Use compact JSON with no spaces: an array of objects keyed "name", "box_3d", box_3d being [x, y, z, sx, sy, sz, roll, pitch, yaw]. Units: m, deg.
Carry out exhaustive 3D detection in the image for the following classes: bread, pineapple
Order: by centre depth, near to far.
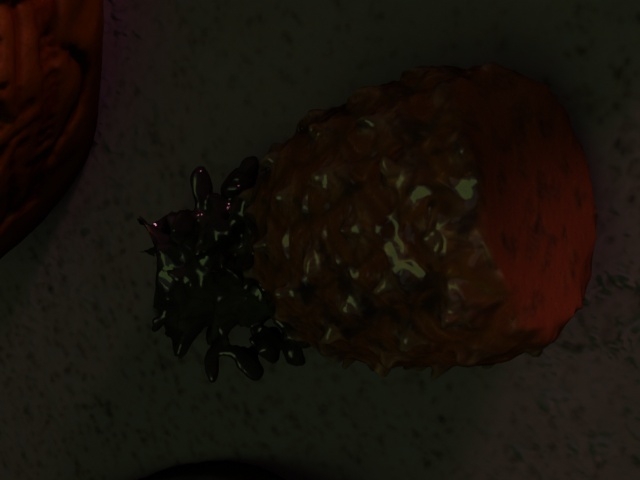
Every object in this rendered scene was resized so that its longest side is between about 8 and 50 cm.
[{"name":"bread","box_3d":[-0.229,-0.084,0.594,0.148,0.270,0.269,35,118,21]},{"name":"pineapple","box_3d":[0.000,0.000,0.595,0.279,0.158,0.157,-10,102,40]}]

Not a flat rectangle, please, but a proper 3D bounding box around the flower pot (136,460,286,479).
[{"name":"flower pot","box_3d":[-0.086,0.284,0.679,0.269,0.269,0.166,-13,123,27]}]
